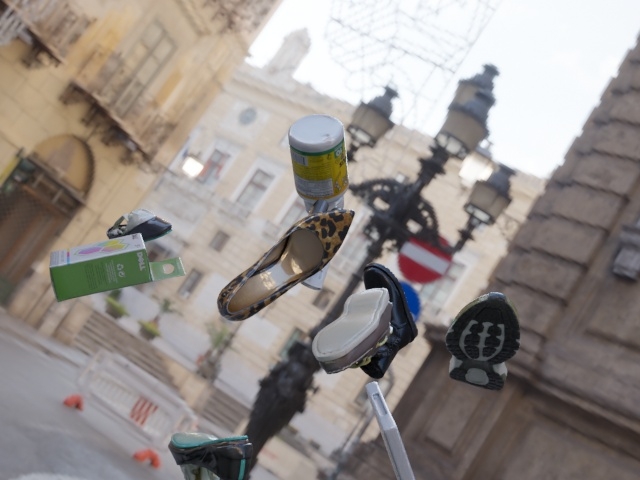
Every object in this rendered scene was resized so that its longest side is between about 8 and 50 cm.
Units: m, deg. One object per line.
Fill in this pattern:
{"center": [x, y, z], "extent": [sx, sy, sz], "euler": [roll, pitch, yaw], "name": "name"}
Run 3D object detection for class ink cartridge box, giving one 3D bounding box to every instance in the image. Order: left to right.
{"center": [-0.335, 0.037, 1.555], "extent": [0.109, 0.209, 0.062], "euler": [-137, -144, -71], "name": "ink cartridge box"}

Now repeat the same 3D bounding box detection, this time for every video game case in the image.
{"center": [0.111, 0.309, 1.301], "extent": [0.173, 0.022, 0.190], "euler": [-114, -175, -78], "name": "video game case"}

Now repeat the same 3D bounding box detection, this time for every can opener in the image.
{"center": [0.000, 0.000, 1.818], "extent": [0.074, 0.093, 0.280], "euler": [33, 28, -8], "name": "can opener"}

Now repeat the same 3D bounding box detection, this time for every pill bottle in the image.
{"center": [0.000, -0.151, 1.991], "extent": [0.117, 0.117, 0.208], "euler": [27, -39, 32], "name": "pill bottle"}

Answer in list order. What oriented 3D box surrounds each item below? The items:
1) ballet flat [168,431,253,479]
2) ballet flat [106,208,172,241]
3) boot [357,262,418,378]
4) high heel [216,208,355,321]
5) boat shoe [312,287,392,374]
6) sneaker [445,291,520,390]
{"center": [-0.206, 0.397, 1.698], "extent": [0.095, 0.096, 0.280], "euler": [-1, -8, -27], "name": "ballet flat"}
{"center": [-0.365, -0.024, 1.864], "extent": [0.074, 0.074, 0.203], "euler": [39, -31, -25], "name": "ballet flat"}
{"center": [0.140, 0.205, 2.410], "extent": [0.094, 0.207, 0.247], "euler": [-15, -74, 41], "name": "boot"}
{"center": [-0.054, 0.043, 1.573], "extent": [0.093, 0.261, 0.186], "euler": [53, 17, -5], "name": "high heel"}
{"center": [0.073, 0.190, 1.839], "extent": [0.116, 0.097, 0.324], "euler": [-9, 14, 19], "name": "boat shoe"}
{"center": [0.360, 0.185, 2.097], "extent": [0.158, 0.182, 0.410], "euler": [10, -28, 6], "name": "sneaker"}
